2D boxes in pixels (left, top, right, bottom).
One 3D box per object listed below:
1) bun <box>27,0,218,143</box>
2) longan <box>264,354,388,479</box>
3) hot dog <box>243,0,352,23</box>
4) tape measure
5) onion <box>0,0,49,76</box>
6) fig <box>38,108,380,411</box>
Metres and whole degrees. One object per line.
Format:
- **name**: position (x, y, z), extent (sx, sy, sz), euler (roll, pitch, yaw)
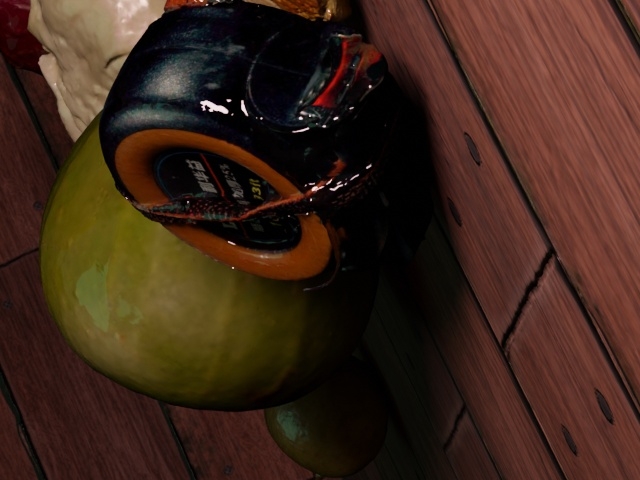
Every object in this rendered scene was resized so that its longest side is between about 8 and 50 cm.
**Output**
- **bun**: position (-0.176, -0.190, 1.673), extent (0.361, 0.213, 0.361), euler (63, 176, 8)
- **longan**: position (0.004, 0.210, 1.940), extent (0.154, 0.145, 0.176), euler (-97, 15, -57)
- **hot dog**: position (-0.021, -0.171, 1.119), extent (0.078, 0.061, 0.169), euler (37, 162, -14)
- **tape measure**: position (-0.036, -0.067, 1.092), extent (0.223, 0.135, 0.202), euler (11, 151, 26)
- **onion**: position (-0.401, -0.332, 2.050), extent (0.398, 0.420, 0.398), euler (64, -179, -2)
- **fig**: position (-0.085, -0.017, 1.391), extent (0.316, 0.316, 0.316), euler (156, 90, -84)
